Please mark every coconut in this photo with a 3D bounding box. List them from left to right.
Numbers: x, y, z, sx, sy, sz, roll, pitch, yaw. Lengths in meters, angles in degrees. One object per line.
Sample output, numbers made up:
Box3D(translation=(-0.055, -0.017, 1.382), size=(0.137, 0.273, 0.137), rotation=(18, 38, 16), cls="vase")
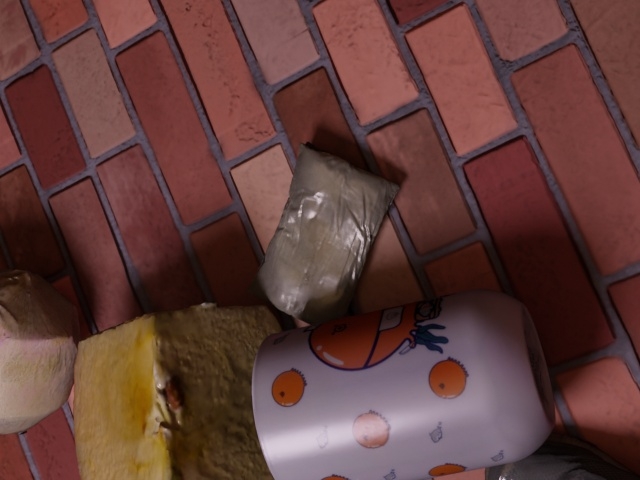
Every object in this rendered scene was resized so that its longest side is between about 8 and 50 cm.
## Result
Box3D(translation=(-0.461, 0.146, 1.236), size=(0.227, 0.227, 0.230), rotation=(17, 100, 18), cls="coconut")

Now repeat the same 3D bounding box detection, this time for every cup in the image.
Box3D(translation=(0.106, 0.182, 1.034), size=(0.317, 0.212, 0.212), rotation=(-15, 88, 18), cls="cup")

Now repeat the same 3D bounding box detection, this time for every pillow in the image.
Box3D(translation=(0.000, 0.000, 1.147), size=(0.148, 0.050, 0.230), rotation=(25, 104, 21), cls="pillow")

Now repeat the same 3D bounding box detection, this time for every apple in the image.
Box3D(translation=(-0.175, 0.246, 1.103), size=(0.314, 0.252, 0.309), rotation=(-10, 80, 0), cls="apple")

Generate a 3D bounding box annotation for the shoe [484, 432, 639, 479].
Box3D(translation=(0.344, 0.326, 0.972), size=(0.336, 0.171, 0.132), rotation=(12, 98, 19), cls="shoe")
